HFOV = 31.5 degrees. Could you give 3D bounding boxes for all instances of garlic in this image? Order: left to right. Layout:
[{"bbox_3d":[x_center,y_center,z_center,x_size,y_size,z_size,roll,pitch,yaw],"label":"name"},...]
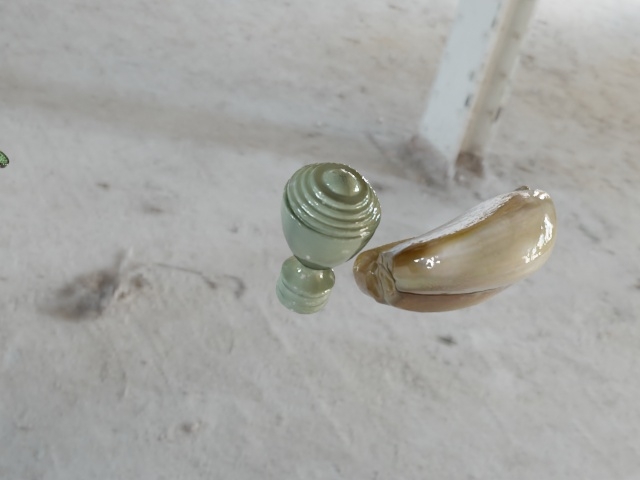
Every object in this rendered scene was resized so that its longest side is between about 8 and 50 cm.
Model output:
[{"bbox_3d":[0.171,0.019,1.267,0.228,0.110,0.217,-25,2,-16],"label":"garlic"}]

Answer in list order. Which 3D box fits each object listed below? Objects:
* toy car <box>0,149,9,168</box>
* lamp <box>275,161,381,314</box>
[{"bbox_3d":[-0.323,-0.044,1.048,0.035,0.059,0.122,40,22,-26],"label":"toy car"},{"bbox_3d":[0.000,0.000,1.205,0.106,0.193,0.106,9,44,-9],"label":"lamp"}]
